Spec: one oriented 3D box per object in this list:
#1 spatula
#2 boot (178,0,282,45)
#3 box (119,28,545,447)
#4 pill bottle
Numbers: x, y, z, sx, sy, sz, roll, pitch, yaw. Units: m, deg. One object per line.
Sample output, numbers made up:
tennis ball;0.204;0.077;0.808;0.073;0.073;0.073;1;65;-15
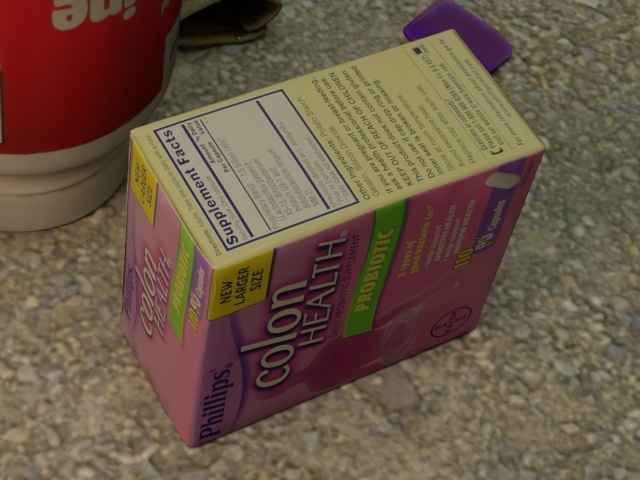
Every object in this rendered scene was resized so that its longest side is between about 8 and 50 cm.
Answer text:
spatula;0.062;-0.109;1.233;0.084;0.030;0.296;34;55;12
boot;-0.065;-0.252;1.290;0.213;0.077;0.165;-21;59;-18
box;0.000;0.000;1.026;0.243;0.214;0.117;-19;59;-23
pill bottle;-0.203;-0.192;1.011;0.229;0.408;0.229;5;54;-6
